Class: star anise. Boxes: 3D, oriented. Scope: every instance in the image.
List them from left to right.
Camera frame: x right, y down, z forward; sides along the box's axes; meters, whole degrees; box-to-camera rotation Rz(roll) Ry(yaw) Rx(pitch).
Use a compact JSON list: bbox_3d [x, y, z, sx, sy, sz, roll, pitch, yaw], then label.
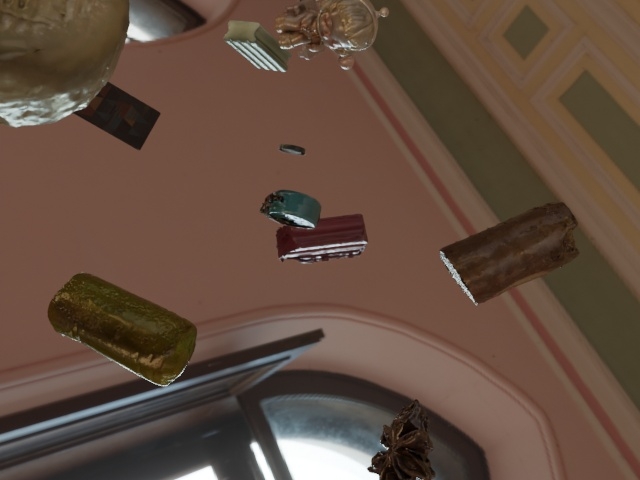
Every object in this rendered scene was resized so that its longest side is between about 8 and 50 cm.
[{"bbox_3d":[0.155,0.416,1.207,0.231,0.089,0.209,120,-8,-62],"label":"star anise"}]

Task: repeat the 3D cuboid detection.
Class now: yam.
[{"bbox_3d":[0.353,0.022,1.177,0.128,0.238,0.129,63,1,-70],"label":"yam"}]

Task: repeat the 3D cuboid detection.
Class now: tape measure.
[{"bbox_3d":[-0.065,-0.073,1.510,0.125,0.145,0.081,156,-50,-70],"label":"tape measure"}]

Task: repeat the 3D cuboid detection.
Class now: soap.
[{"bbox_3d":[-0.184,-0.578,1.891,0.118,0.198,0.067,16,-94,27],"label":"soap"},{"bbox_3d":[0.000,0.000,1.783,0.162,0.249,0.099,125,-44,-72],"label":"soap"}]

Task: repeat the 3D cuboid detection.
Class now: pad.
[{"bbox_3d":[-0.503,-0.317,1.519,0.003,0.211,0.143,-41,-154,48],"label":"pad"}]

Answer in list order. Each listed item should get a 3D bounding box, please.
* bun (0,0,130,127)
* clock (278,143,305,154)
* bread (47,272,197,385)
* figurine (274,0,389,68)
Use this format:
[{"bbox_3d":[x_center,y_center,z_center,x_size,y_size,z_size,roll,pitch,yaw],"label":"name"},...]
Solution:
[{"bbox_3d":[-0.447,-0.307,0.838,0.211,0.359,0.360,-32,-108,50],"label":"bun"},{"bbox_3d":[-0.087,-0.278,1.937,0.085,0.085,0.017,10,-91,51],"label":"clock"},{"bbox_3d":[-0.478,0.202,1.510,0.383,0.112,0.166,23,-105,15],"label":"bread"},{"bbox_3d":[0.035,-0.482,1.436,0.256,0.144,0.182,14,-67,39],"label":"figurine"}]
